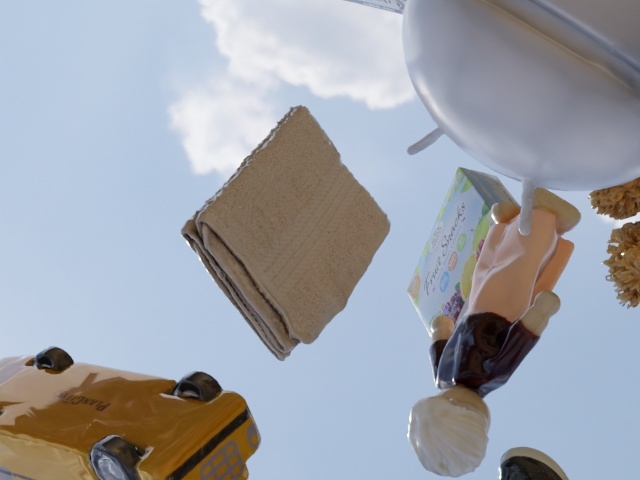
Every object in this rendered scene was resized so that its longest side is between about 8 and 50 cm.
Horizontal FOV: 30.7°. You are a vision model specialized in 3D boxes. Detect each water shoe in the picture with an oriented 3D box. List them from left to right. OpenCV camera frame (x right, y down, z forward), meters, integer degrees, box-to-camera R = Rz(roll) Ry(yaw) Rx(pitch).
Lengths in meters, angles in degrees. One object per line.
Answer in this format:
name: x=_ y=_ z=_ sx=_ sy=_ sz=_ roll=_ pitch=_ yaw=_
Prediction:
water shoe: x=0.200 y=0.288 z=1.047 sx=0.080 sy=0.073 sz=0.203 roll=-10 pitch=-94 yaw=-63

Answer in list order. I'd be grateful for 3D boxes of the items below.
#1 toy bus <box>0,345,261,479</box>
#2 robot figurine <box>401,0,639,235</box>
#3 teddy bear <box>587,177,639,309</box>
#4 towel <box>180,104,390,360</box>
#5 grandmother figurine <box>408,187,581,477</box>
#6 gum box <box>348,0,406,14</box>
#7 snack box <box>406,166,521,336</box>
toy bus: x=-0.195 y=0.174 z=0.955 sx=0.332 sy=0.130 sz=0.108 roll=4 pitch=-151 yaw=39
robot figurine: x=0.185 y=-0.180 z=0.740 sx=0.199 sy=0.353 sz=0.300 roll=27 pitch=-170 yaw=-31
teddy bear: x=0.405 y=-0.049 z=1.080 sx=0.338 sy=0.245 sz=0.113 roll=2 pitch=170 yaw=-7
towel: x=-0.026 y=-0.016 z=1.262 sx=0.187 sy=0.049 sz=0.282 roll=54 pitch=-141 yaw=-16
grandmother figurine: x=0.189 y=0.101 z=1.279 sx=0.104 sy=0.208 sz=0.342 roll=31 pitch=-118 yaw=-8
gum box: x=0.119 y=-0.343 z=1.320 sx=0.157 sy=0.184 sz=0.041 roll=21 pitch=167 yaw=28
snack box: x=0.202 y=0.031 z=1.580 sx=0.070 sy=0.207 sz=0.174 roll=14 pitch=-155 yaw=-19
